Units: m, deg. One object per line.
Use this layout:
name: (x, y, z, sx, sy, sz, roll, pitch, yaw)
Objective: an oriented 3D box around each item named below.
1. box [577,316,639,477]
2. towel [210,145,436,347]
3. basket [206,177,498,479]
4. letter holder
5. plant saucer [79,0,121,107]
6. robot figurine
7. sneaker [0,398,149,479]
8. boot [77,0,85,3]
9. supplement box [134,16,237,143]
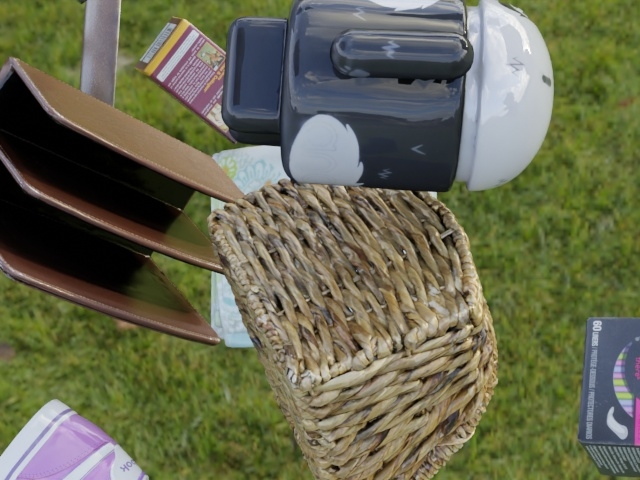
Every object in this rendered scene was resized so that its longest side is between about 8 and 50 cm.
box: (0.457, 0.190, 1.412, 0.270, 0.143, 0.165, -2, 63, 23)
towel: (0.000, 0.000, 1.831, 0.375, 0.090, 0.320, -4, 83, 22)
basket: (0.048, 0.086, 1.130, 0.213, 0.223, 0.299, -23, 36, -8)
letter holder: (-0.208, -0.028, 1.240, 0.152, 0.302, 0.214, -53, 49, 10)
plant saucer: (-0.302, -0.233, 1.619, 0.050, 0.310, 0.310, 3, 43, -12)
robot figurine: (0.059, -0.132, 1.017, 0.278, 0.173, 0.209, 4, 33, 3)
sneaker: (-0.270, 0.304, 1.089, 0.161, 0.102, 0.282, 36, 85, 7)
boot: (-0.258, -0.365, 1.040, 0.096, 0.280, 0.264, -26, 35, 29)
supplement box: (-0.181, -0.250, 1.853, 0.104, 0.188, 0.081, -53, 25, -2)
